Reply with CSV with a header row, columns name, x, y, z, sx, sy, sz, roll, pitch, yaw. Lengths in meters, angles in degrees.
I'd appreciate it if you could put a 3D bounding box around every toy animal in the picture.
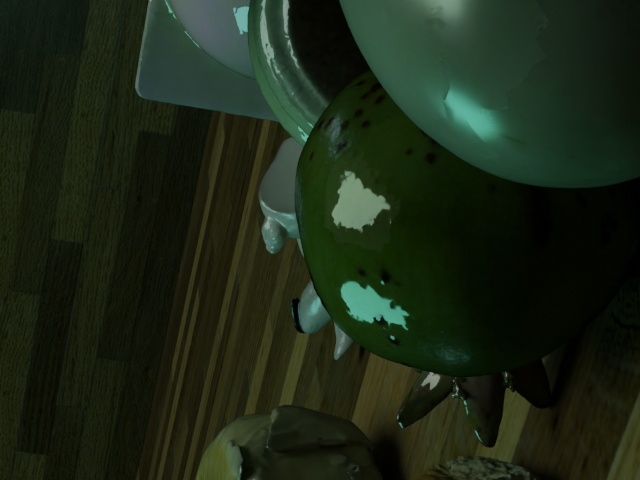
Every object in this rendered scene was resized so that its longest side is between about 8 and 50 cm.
name,x,y,z,sx,sy,sz,roll,pitch,yaw
toy animal,0.000,0.000,1.356,0.131,0.127,0.181,43,172,41

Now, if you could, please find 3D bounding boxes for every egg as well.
name,x,y,z,sx,sy,sz,roll,pitch,yaw
egg,0.103,-0.148,0.675,0.203,0.203,0.282,112,167,-50

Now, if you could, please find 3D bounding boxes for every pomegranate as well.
name,x,y,z,sx,sy,sz,roll,pitch,yaw
pomegranate,0.078,0.006,0.826,0.181,0.182,0.224,-93,-6,-46

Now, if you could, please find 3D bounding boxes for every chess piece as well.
name,x,y,z,sx,sy,sz,roll,pitch,yaw
chess piece,0.046,-0.116,1.055,0.299,0.195,0.194,112,165,-82

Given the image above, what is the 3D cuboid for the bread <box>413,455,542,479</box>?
name,x,y,z,sx,sy,sz,roll,pitch,yaw
bread,0.076,0.185,0.877,0.106,0.082,0.125,180,96,-72

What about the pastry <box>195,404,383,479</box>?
name,x,y,z,sx,sy,sz,roll,pitch,yaw
pastry,-0.029,0.258,1.229,0.265,0.133,0.264,-172,90,-79

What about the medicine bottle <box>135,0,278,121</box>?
name,x,y,z,sx,sy,sz,roll,pitch,yaw
medicine bottle,-0.011,-0.285,1.288,0.235,0.236,0.406,-103,24,-62
